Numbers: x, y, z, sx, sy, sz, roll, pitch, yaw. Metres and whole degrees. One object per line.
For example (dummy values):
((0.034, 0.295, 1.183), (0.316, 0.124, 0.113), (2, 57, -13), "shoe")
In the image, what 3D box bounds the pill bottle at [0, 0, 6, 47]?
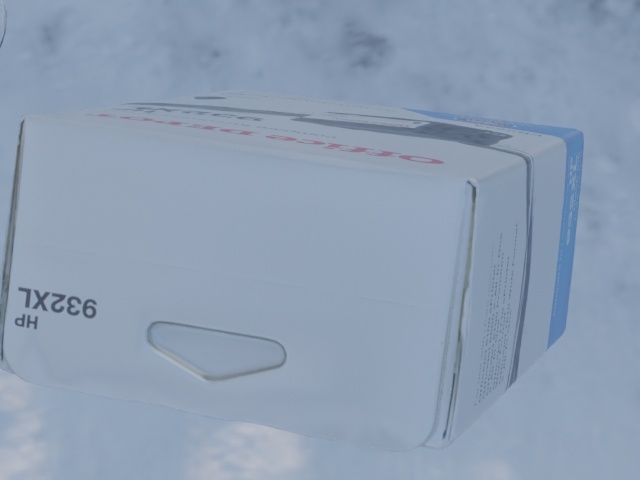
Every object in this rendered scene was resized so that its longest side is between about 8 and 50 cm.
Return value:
((-0.321, -0.108, 1.449), (0.130, 0.246, 0.130), (11, 59, -19), "pill bottle")

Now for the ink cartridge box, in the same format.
((0.000, 0.000, 1.023), (0.307, 0.223, 0.129), (-23, 120, -73), "ink cartridge box")
